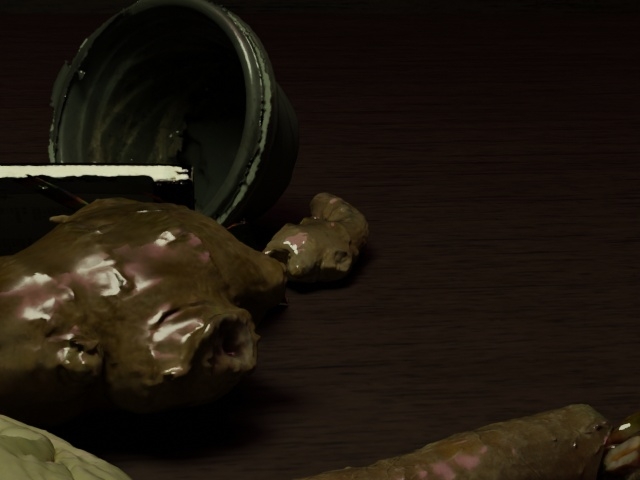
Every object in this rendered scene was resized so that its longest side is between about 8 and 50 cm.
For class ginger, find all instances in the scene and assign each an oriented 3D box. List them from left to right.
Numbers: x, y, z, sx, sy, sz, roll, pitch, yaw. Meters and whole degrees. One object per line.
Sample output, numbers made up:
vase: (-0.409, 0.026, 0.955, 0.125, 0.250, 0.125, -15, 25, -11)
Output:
ginger: (-0.150, 0.059, 0.951, 0.218, 0.123, 0.270, 10, 29, 29)
ginger: (0.004, 0.000, 1.282, 0.069, 0.051, 0.173, 11, 14, 12)

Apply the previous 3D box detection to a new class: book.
book: (-0.210, -0.012, 1.156, 0.231, 0.026, 0.157, 0, -28, -5)

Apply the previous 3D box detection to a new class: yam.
yam: (0.029, 0.142, 0.779, 0.299, 0.066, 0.066, -10, 20, -29)

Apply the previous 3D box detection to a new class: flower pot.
flower pot: (-0.110, -0.089, 1.336, 0.235, 0.236, 0.140, 12, -4, 32)

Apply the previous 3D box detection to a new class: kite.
kite: (-0.122, 0.003, 1.127, 0.244, 0.006, 0.198, 26, -29, -31)

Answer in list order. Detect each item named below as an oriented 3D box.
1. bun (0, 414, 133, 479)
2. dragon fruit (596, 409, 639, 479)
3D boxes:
bun: (-0.165, 0.137, 0.597, 0.243, 0.153, 0.244, -1, 7, 0)
dragon fruit: (0.273, 0.116, 0.617, 0.315, 0.250, 0.250, -20, 23, -18)
